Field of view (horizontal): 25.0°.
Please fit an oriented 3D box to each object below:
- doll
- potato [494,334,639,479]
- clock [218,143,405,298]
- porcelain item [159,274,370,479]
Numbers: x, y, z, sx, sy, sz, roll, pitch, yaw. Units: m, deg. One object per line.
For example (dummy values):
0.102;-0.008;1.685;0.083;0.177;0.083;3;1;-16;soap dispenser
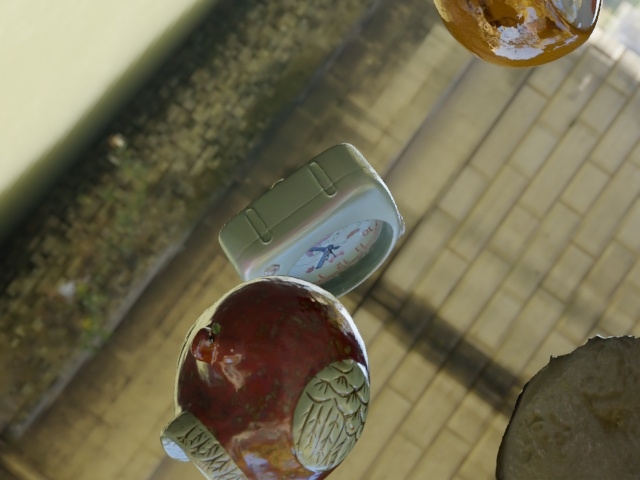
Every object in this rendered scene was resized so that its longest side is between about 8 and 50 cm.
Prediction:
0.243;-0.325;1.722;0.236;0.213;0.213;-56;178;-42;doll
0.480;0.349;2.314;0.397;0.290;0.296;-47;140;5;potato
0.000;0.000;2.311;0.265;0.108;0.324;-36;154;1;clock
-0.074;0.152;1.574;0.253;0.253;0.253;-54;175;-6;porcelain item
